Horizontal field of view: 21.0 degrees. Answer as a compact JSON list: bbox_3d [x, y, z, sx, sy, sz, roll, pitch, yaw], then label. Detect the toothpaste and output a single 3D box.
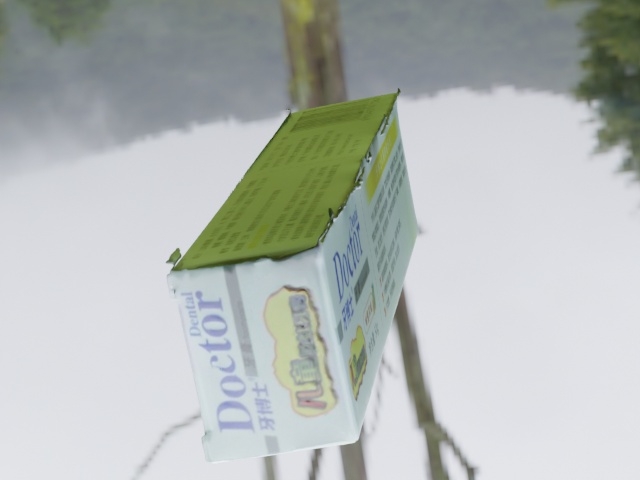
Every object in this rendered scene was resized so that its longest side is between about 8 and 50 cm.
[{"bbox_3d":[0.000,0.000,0.417,0.034,0.046,0.164,-9,-166,10],"label":"toothpaste"}]
